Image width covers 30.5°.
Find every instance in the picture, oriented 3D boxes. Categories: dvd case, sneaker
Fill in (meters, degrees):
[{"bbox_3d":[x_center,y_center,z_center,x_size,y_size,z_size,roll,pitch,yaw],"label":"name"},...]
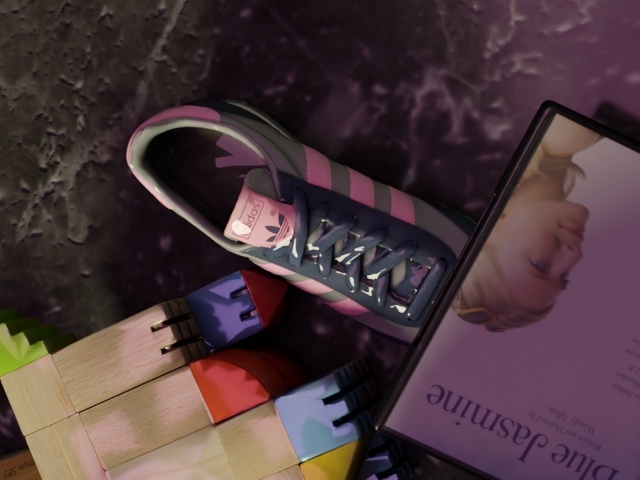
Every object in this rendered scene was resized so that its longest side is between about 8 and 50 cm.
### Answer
[{"bbox_3d":[0.168,0.057,0.769,0.180,0.022,0.253,25,109,-4],"label":"dvd case"},{"bbox_3d":[0.000,0.000,0.824,0.319,0.131,0.112,27,106,19],"label":"sneaker"}]

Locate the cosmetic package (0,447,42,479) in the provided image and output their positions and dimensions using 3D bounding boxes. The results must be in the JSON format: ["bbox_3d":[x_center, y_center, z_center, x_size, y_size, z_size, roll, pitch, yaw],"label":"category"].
[{"bbox_3d":[-0.251,0.333,0.981,0.129,0.153,0.296,-21,88,28],"label":"cosmetic package"}]

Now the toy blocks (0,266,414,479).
[{"bbox_3d":[-0.055,0.176,0.869,0.261,0.191,0.381,-25,85,15],"label":"toy blocks"}]
